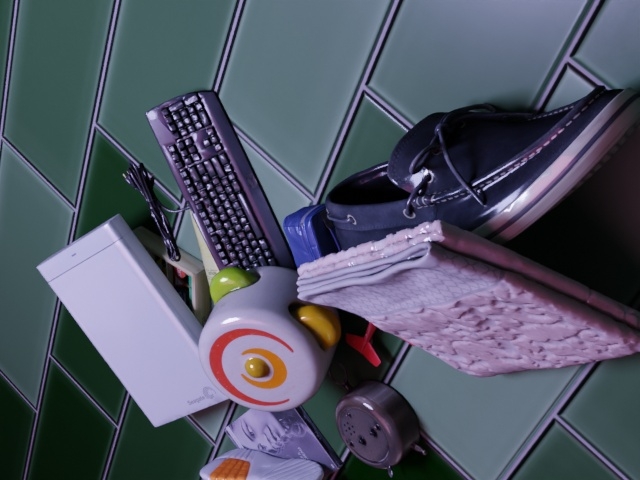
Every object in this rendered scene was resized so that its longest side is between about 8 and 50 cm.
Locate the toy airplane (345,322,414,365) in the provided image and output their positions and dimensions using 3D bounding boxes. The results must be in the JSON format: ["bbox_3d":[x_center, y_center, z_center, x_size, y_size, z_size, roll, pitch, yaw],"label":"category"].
[{"bbox_3d":[0.075,0.118,1.716,0.151,0.028,0.151,26,131,35],"label":"toy airplane"}]

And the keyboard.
[{"bbox_3d":[-0.183,-0.056,1.806,0.201,0.033,0.317,-22,98,23],"label":"keyboard"}]

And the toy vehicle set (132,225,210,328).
[{"bbox_3d":[-0.259,0.122,2.059,0.166,0.035,0.267,28,132,31],"label":"toy vehicle set"}]

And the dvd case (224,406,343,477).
[{"bbox_3d":[-0.067,0.348,2.022,0.164,0.018,0.221,53,141,5],"label":"dvd case"}]

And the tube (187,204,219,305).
[{"bbox_3d":[-0.164,-0.003,1.864,0.070,0.062,0.240,-12,105,2],"label":"tube"}]

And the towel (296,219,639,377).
[{"bbox_3d":[0.171,0.082,1.405,0.317,0.053,0.332,24,160,-22],"label":"towel"}]

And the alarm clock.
[{"bbox_3d":[0.069,0.263,1.794,0.192,0.064,0.129,55,141,9],"label":"alarm clock"}]

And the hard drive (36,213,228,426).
[{"bbox_3d":[-0.309,0.144,2.028,0.233,0.047,0.353,-26,103,43],"label":"hard drive"}]

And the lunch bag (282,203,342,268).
[{"bbox_3d":[0.000,0.000,1.684,0.065,0.067,0.098,-3,113,48],"label":"lunch bag"}]

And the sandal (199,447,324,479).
[{"bbox_3d":[-0.098,0.410,1.999,0.265,0.102,0.076,-1,111,44],"label":"sandal"}]

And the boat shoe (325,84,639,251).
[{"bbox_3d":[0.163,-0.074,1.381,0.156,0.187,0.500,55,146,-5],"label":"boat shoe"}]

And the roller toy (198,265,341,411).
[{"bbox_3d":[-0.073,0.149,1.754,0.209,0.146,0.191,12,127,9],"label":"roller toy"}]
